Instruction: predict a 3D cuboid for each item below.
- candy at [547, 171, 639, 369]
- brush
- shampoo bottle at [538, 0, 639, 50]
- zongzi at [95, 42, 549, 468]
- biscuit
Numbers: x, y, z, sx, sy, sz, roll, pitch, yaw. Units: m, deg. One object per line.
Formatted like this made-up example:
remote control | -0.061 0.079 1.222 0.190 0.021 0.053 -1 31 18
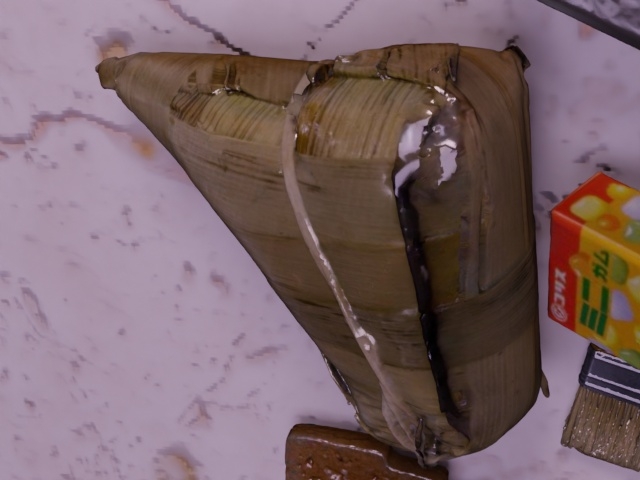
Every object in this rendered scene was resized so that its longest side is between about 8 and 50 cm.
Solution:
candy | 0.150 0.027 0.637 0.122 0.038 0.062 31 143 35
brush | 0.147 0.033 0.699 0.043 0.014 0.170 18 123 11
shampoo bottle | 0.153 -0.106 0.572 0.246 0.080 0.079 26 123 3
zongzi | 0.000 0.000 0.687 0.197 0.099 0.194 6 122 29
biscuit | 0.031 0.139 0.800 0.119 0.019 0.130 -32 105 33
